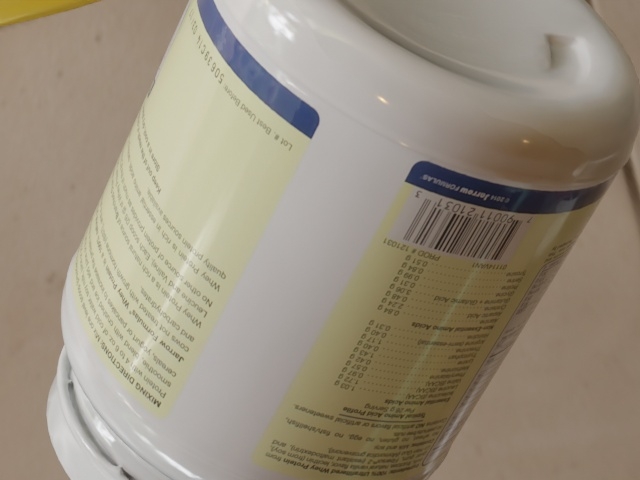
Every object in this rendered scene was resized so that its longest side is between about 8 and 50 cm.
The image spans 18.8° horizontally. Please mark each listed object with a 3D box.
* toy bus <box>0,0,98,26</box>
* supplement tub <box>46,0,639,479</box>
[{"bbox_3d":[-0.077,-0.183,0.405,0.149,0.220,0.211,-11,131,23],"label":"toy bus"},{"bbox_3d":[0.000,0.000,1.035,0.235,0.235,0.325,21,121,-12],"label":"supplement tub"}]
